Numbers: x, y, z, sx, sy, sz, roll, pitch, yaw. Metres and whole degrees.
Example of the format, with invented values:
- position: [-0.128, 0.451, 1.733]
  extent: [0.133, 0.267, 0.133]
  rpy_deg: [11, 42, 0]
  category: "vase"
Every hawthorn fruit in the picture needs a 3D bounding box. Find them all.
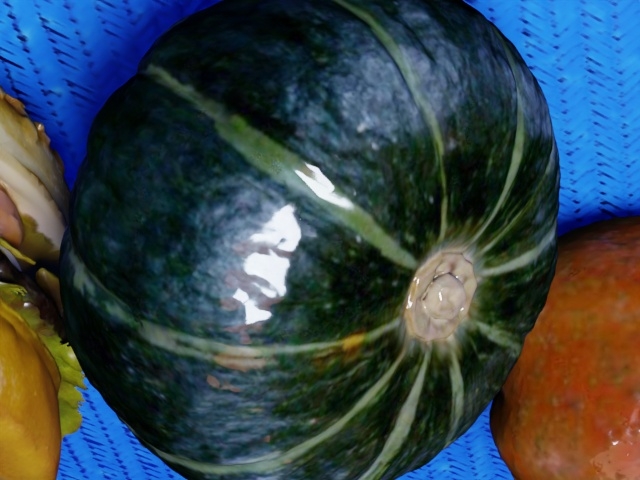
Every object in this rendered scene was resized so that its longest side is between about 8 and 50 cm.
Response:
- position: [0.179, 0.072, 0.822]
  extent: [0.189, 0.189, 0.189]
  rpy_deg: [2, 137, 1]
  category: "hawthorn fruit"

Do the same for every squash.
- position: [0.000, 0.000, 0.705]
  extent: [0.165, 0.252, 0.252]
  rpy_deg: [29, 155, 41]
  category: "squash"

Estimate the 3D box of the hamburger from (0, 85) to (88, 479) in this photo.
- position: [-0.249, 0.024, 0.750]
  extent: [0.290, 0.225, 0.291]
  rpy_deg: [0, 144, 0]
  category: "hamburger"
